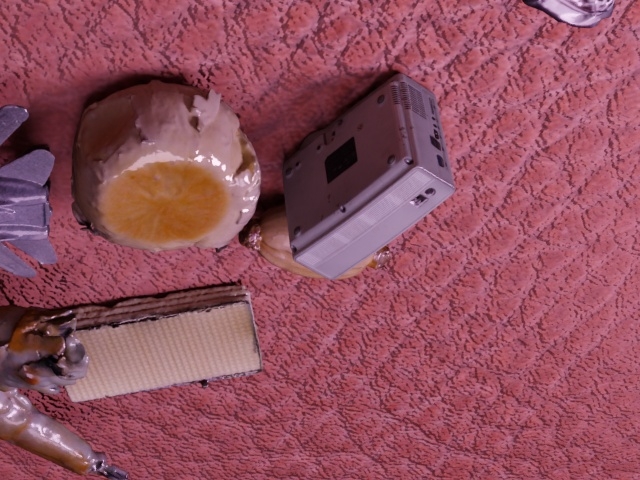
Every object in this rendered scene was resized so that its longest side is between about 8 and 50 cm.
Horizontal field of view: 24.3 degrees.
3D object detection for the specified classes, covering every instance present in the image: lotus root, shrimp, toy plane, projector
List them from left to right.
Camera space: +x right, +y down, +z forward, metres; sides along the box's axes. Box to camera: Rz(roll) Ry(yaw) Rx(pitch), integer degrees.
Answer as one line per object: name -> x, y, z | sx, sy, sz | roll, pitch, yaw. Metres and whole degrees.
toy plane -> -0.352, -0.032, 1.224 | 0.267, 0.088, 0.212 | 0, 139, -9
shrimp -> -0.294, 0.150, 1.437 | 0.185, 0.068, 0.287 | 14, 142, 14
lotus root -> 0.000, 0.000, 1.343 | 0.150, 0.062, 0.073 | 11, 144, -22
projector -> 0.034, -0.055, 1.243 | 0.061, 0.115, 0.147 | 30, 128, -34

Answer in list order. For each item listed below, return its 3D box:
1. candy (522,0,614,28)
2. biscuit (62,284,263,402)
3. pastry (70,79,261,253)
candy -> 0.181, -0.185, 0.791 | 0.094, 0.051, 0.226 | 21, 146, -10
biscuit -> -0.160, 0.101, 1.456 | 0.199, 0.041, 0.121 | -8, 137, 0
pastry -> -0.129, -0.057, 1.233 | 0.165, 0.088, 0.166 | -5, 142, -4
